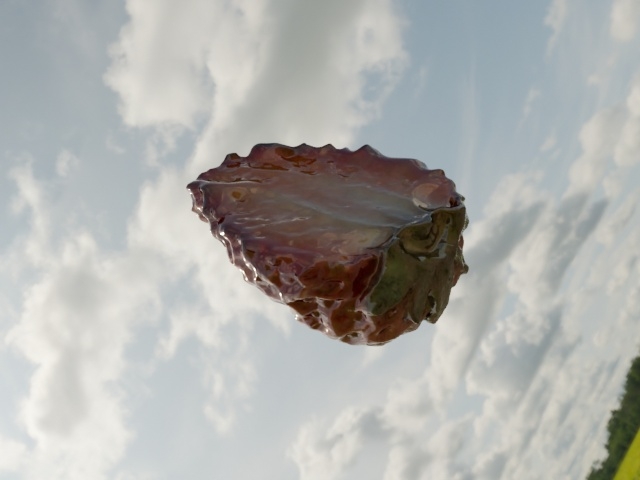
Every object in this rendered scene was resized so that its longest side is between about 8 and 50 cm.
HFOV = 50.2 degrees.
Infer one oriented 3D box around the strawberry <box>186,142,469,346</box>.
[{"bbox_3d":[0.000,0.000,0.781,0.265,0.336,0.149,-38,-43,-39],"label":"strawberry"}]
